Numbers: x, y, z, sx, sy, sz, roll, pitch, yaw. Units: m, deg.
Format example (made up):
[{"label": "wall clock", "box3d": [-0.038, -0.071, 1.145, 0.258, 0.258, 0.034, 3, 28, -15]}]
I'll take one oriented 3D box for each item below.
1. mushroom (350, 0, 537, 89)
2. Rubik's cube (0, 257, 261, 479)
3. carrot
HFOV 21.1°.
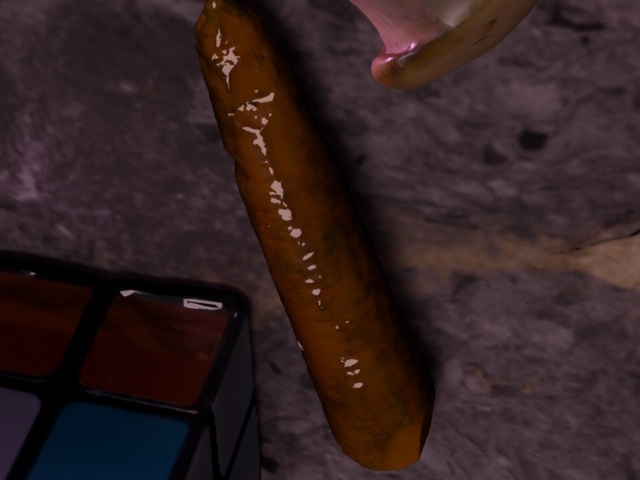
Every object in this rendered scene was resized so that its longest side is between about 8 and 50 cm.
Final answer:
[{"label": "mushroom", "box3d": [-0.028, -0.192, 0.679, 0.329, 0.122, 0.159, 39, 141, -20]}, {"label": "Rubik's cube", "box3d": [-0.142, 0.134, 0.989, 0.183, 0.180, 0.167, 7, 135, 10]}, {"label": "carrot", "box3d": [0.000, 0.000, 0.900, 0.066, 0.066, 0.314, -4, 128, 22]}]
